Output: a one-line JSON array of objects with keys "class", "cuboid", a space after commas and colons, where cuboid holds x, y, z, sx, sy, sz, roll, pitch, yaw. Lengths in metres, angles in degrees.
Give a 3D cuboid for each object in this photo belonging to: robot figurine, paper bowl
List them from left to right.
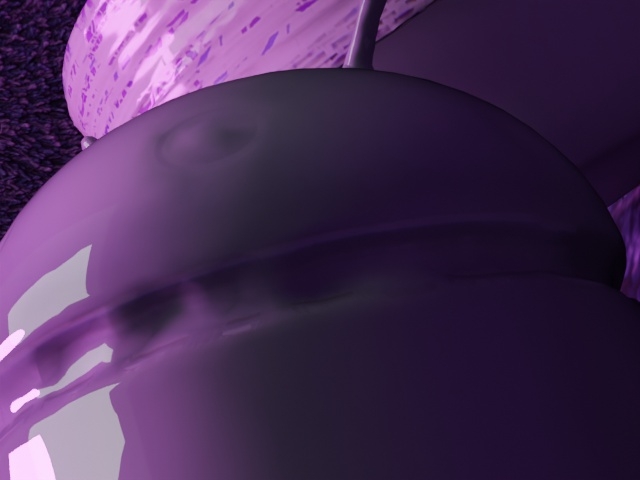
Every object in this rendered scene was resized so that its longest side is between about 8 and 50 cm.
[{"class": "robot figurine", "cuboid": [0.012, 0.102, 0.424, 0.200, 0.300, 0.353, 32, -139, -64]}, {"class": "paper bowl", "cuboid": [0.052, -0.069, 0.622, 0.148, 0.284, 0.284, 58, 163, 12]}]
